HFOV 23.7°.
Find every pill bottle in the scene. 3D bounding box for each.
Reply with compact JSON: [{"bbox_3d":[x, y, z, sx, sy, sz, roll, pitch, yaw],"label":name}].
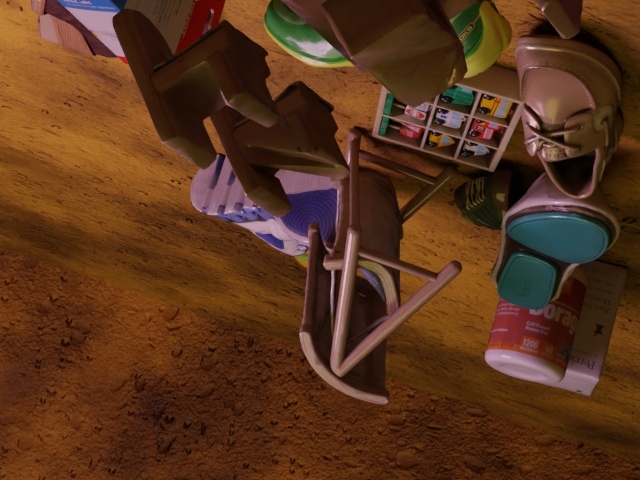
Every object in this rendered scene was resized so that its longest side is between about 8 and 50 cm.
[{"bbox_3d":[0.324,0.092,2.247,0.121,0.216,0.121,15,166,4],"label":"pill bottle"}]

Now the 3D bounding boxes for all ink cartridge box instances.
[{"bbox_3d":[-0.190,-0.272,1.629,0.078,0.134,0.231,9,163,25],"label":"ink cartridge box"}]

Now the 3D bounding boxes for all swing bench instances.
[{"bbox_3d":[0.064,0.035,2.059,0.165,0.253,0.254,20,123,-12],"label":"swing bench"}]

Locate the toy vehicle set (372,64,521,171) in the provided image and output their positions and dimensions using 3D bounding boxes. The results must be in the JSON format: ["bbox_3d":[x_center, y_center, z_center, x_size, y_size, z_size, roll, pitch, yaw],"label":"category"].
[{"bbox_3d":[0.154,-0.160,1.855,0.166,0.035,0.267,16,166,3],"label":"toy vehicle set"}]

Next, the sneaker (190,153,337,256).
[{"bbox_3d":[-0.031,-0.048,2.356,0.315,0.127,0.182,14,171,40],"label":"sneaker"}]

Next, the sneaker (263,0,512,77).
[{"bbox_3d":[0.062,-0.244,1.566,0.295,0.109,0.123,9,139,39],"label":"sneaker"}]

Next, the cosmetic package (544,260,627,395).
[{"bbox_3d":[0.379,0.127,2.384,0.151,0.183,0.151,14,166,8],"label":"cosmetic package"}]

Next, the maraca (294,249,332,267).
[{"bbox_3d":[0.000,0.000,2.506,0.127,0.099,0.186,-21,-155,-36],"label":"maraca"}]

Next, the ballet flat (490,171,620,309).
[{"bbox_3d":[0.308,-0.024,2.016,0.139,0.139,0.400,17,161,1],"label":"ballet flat"}]

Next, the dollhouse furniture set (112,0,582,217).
[{"bbox_3d":[-0.013,-0.262,1.161,0.362,0.256,0.394,-32,153,15],"label":"dollhouse furniture set"}]

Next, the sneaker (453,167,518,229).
[{"bbox_3d":[0.225,-0.055,2.109,0.086,0.064,0.192,9,168,11],"label":"sneaker"}]

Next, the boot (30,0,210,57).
[{"bbox_3d":[-0.231,-0.283,1.800,0.207,0.090,0.248,6,165,-5],"label":"boot"}]

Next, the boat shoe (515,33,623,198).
[{"bbox_3d":[0.274,-0.133,1.693,0.109,0.098,0.302,11,165,20],"label":"boat shoe"}]
